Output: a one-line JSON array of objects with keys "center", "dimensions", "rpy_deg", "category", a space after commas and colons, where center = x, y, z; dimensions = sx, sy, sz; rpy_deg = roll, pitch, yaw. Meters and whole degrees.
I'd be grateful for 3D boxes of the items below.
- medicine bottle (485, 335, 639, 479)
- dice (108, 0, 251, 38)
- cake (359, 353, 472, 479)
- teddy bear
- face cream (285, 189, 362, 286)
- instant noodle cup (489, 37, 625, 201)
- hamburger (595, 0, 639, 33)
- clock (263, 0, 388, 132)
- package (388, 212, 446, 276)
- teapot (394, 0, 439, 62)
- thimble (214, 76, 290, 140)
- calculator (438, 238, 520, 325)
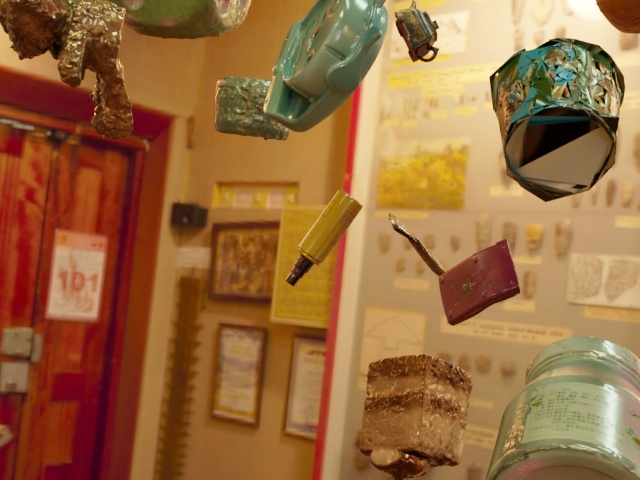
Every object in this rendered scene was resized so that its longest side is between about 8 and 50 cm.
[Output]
[{"center": [0.381, 0.301, 1.241], "dimensions": [0.245, 0.245, 0.290], "rpy_deg": [5, 30, 18], "category": "medicine bottle"}, {"center": [-0.381, -0.736, 2.308], "dimensions": [0.322, 0.330, 0.318], "rpy_deg": [10, 23, 15], "category": "dice"}, {"center": [0.220, 0.422, 1.931], "dimensions": [0.196, 0.293, 0.199], "rpy_deg": [-14, -33, 41], "category": "cake"}, {"center": [-0.460, -0.332, 1.527], "dimensions": [0.223, 0.296, 0.246], "rpy_deg": [-7, 39, -18], "category": "teddy bear"}, {"center": [0.000, 0.000, 2.160], "dimensions": [0.078, 0.273, 0.078], "rpy_deg": [36, 1, -1], "category": "face cream"}, {"center": [0.405, -0.202, 1.438], "dimensions": [0.240, 0.178, 0.240], "rpy_deg": [8, -47, 8], "category": "instant noodle cup"}, {"center": [0.739, -0.581, 1.911], "dimensions": [0.245, 0.163, 0.244], "rpy_deg": [-2, -31, -1], "category": "hamburger"}, {"center": [0.018, -0.321, 1.390], "dimensions": [0.094, 0.223, 0.274], "rpy_deg": [26, -32, -22], "category": "clock"}, {"center": [0.254, 0.031, 2.077], "dimensions": [0.239, 0.030, 0.154], "rpy_deg": [47, 6, -13], "category": "package"}, {"center": [0.262, -0.548, 2.205], "dimensions": [0.096, 0.177, 0.087], "rpy_deg": [-22, -14, 1], "category": "teapot"}, {"center": [-0.165, -0.326, 2.090], "dimensions": [0.199, 0.143, 0.235], "rpy_deg": [6, 4, -7], "category": "thimble"}, {"center": [0.323, 0.089, 1.744], "dimensions": [0.034, 0.126, 0.190], "rpy_deg": [21, -42, -40], "category": "calculator"}]
